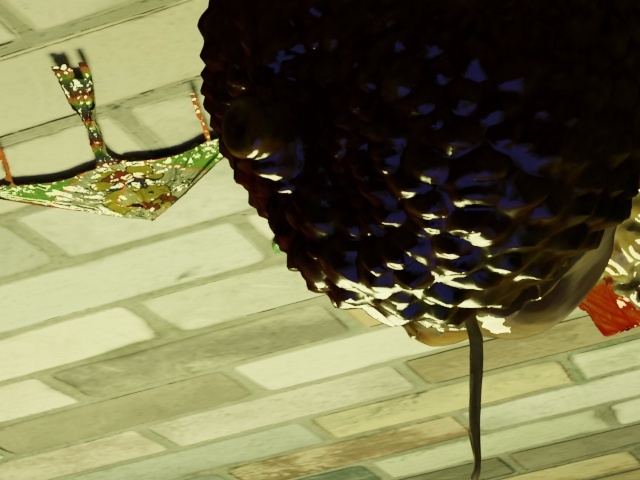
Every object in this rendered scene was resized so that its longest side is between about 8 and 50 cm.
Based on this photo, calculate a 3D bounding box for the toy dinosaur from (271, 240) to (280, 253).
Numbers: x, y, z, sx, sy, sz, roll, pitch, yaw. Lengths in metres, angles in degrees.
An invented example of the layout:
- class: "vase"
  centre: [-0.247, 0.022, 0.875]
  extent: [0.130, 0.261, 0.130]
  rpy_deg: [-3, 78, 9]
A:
- class: "toy dinosaur"
  centre: [0.000, 0.000, 1.310]
  extent: [0.062, 0.021, 0.083]
  rpy_deg: [13, 153, -16]

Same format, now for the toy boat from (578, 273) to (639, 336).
- class: "toy boat"
  centre: [0.251, -0.020, 1.232]
  extent: [0.145, 0.133, 0.332]
  rpy_deg: [-20, 174, -22]

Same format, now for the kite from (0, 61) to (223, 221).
- class: "kite"
  centre: [-0.143, -0.058, 1.136]
  extent: [0.198, 0.006, 0.244]
  rpy_deg: [-10, 158, 4]

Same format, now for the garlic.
- class: "garlic"
  centre: [0.135, 0.023, 1.110]
  extent: [0.207, 0.256, 0.207]
  rpy_deg: [-10, 153, -5]

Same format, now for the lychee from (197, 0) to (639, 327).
- class: "lychee"
  centre: [0.065, -0.080, 0.886]
  extent: [0.271, 0.236, 0.236]
  rpy_deg: [-14, 162, -29]
